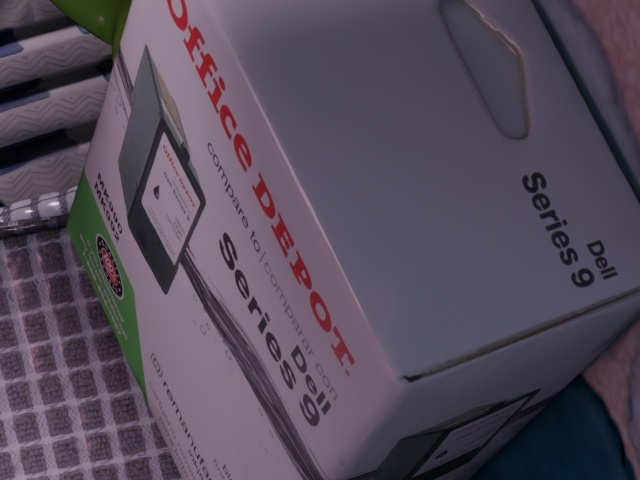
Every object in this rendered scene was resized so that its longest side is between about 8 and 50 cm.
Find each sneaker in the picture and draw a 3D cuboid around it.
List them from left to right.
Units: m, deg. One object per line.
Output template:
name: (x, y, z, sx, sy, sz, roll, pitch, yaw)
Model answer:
sneaker: (-0.200, -0.183, 1.108, 0.182, 0.127, 0.315, -143, 43, -58)

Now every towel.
towel: (-0.128, 0.115, 1.034, 0.121, 0.235, 0.283, -66, -37, -80)

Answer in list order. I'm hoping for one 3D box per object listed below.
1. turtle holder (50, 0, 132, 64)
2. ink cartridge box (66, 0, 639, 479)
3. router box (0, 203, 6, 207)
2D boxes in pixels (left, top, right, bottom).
turtle holder: (-0.139, -0.197, 0.819, 0.227, 0.243, 0.320, 25, 124, 39)
ink cartridge box: (0.000, 0.000, 0.800, 0.211, 0.122, 0.289, 63, 157, 17)
router box: (-0.220, -0.062, 1.380, 0.133, 0.046, 0.179, 67, 158, 9)
